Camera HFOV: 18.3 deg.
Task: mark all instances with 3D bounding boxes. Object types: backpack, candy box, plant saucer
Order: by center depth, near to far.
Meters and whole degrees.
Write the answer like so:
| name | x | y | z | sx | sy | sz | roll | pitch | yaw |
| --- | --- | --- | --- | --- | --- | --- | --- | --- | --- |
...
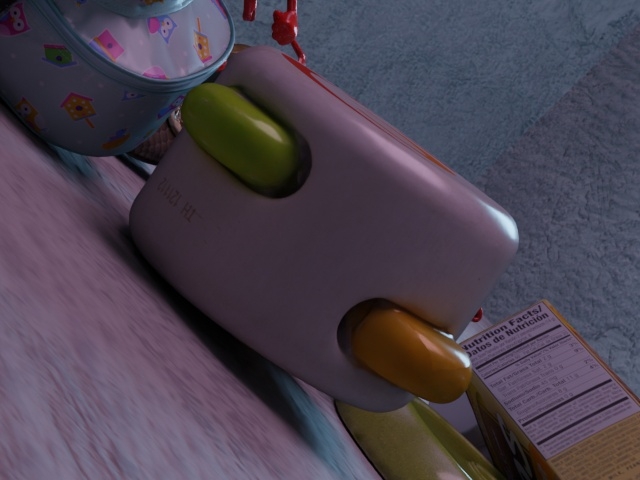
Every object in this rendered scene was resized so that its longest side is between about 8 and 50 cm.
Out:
| name | x | y | z | sx | sy | sz | roll | pitch | yaw |
| --- | --- | --- | --- | --- | --- | --- | --- | --- | --- |
| backpack | -0.137 | -0.148 | 1.139 | 0.188 | 0.144 | 0.166 | 55 | 31 | -1 |
| plant saucer | 0.105 | 0.173 | 1.237 | 0.241 | 0.037 | 0.241 | 45 | 4 | -4 |
| candy box | 0.206 | 0.194 | 1.340 | 0.316 | 0.087 | 0.183 | 51 | -14 | 58 |

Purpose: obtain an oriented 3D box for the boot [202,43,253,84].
| name | x | y | z | sx | sy | sz | roll | pitch | yaw |
| --- | --- | --- | --- | --- | --- | --- | --- | --- | --- |
| boot | -0.120 | -0.146 | 1.705 | 0.115 | 0.112 | 0.305 | 36 | 5 | 9 |

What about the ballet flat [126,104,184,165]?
| name | x | y | z | sx | sy | sz | roll | pitch | yaw |
| --- | --- | --- | --- | --- | --- | --- | --- | --- | --- |
| ballet flat | -0.157 | -0.130 | 1.299 | 0.250 | 0.058 | 0.084 | 40 | 23 | -38 |

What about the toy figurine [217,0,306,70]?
| name | x | y | z | sx | sy | sz | roll | pitch | yaw |
| --- | --- | --- | --- | --- | --- | --- | --- | --- | --- |
| toy figurine | -0.195 | -0.211 | 1.510 | 0.362 | 0.217 | 0.191 | -8 | 94 | -53 |

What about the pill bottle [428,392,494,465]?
| name | x | y | z | sx | sy | sz | roll | pitch | yaw |
| --- | --- | --- | --- | --- | --- | --- | --- | --- | --- |
| pill bottle | 0.147 | 0.155 | 1.540 | 0.137 | 0.078 | 0.078 | 42 | 5 | -37 |

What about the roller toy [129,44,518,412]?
| name | x | y | z | sx | sy | sz | roll | pitch | yaw |
| --- | --- | --- | --- | --- | --- | --- | --- | --- | --- |
| roller toy | 0.000 | 0.000 | 1.097 | 0.209 | 0.146 | 0.191 | 34 | 6 | -4 |

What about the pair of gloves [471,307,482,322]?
| name | x | y | z | sx | sy | sz | roll | pitch | yaw |
| --- | --- | --- | --- | --- | --- | --- | --- | --- | --- |
| pair of gloves | 0.006 | 0.008 | 1.262 | 0.198 | 0.023 | 0.159 | 51 | -42 | -11 |
